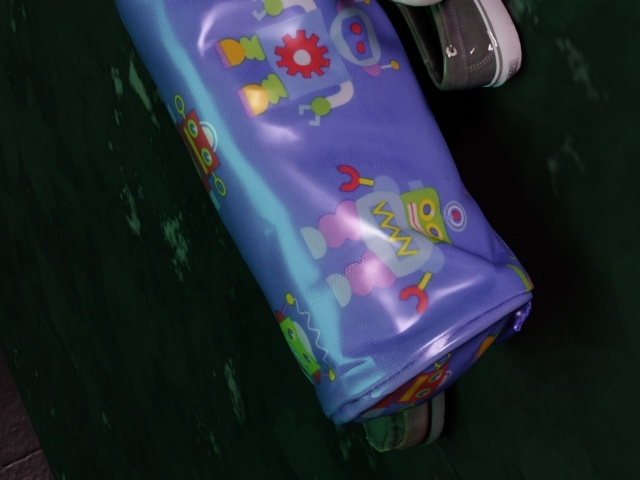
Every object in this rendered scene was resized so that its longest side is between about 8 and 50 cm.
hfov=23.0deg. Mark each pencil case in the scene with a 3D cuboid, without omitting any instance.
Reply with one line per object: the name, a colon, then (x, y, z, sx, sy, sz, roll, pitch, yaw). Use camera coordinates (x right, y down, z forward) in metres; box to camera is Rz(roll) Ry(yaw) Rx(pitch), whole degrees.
pencil case: (-0.005, -0.064, 0.775, 0.306, 0.133, 0.119, 63, 162, 9)

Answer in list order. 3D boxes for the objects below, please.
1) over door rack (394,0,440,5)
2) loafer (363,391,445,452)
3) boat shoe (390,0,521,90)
over door rack: (-0.015, -0.287, 0.653, 0.324, 0.108, 0.239, 47, 152, 14)
loafer: (0.000, 0.000, 0.895, 0.096, 0.084, 0.267, 11, 116, 66)
boat shoe: (0.046, -0.130, 0.748, 0.142, 0.040, 0.049, 61, 156, 25)
